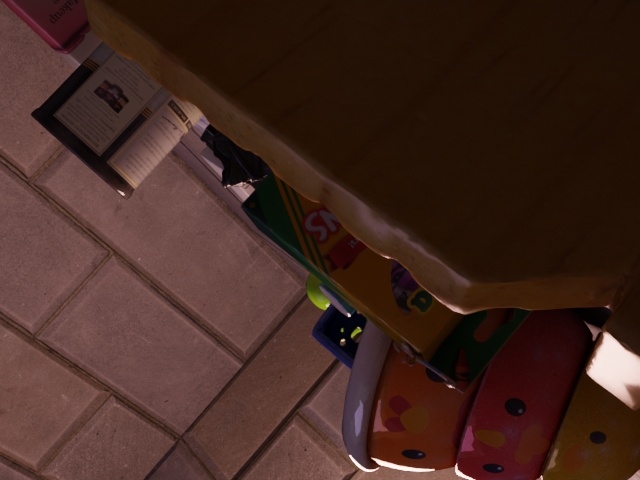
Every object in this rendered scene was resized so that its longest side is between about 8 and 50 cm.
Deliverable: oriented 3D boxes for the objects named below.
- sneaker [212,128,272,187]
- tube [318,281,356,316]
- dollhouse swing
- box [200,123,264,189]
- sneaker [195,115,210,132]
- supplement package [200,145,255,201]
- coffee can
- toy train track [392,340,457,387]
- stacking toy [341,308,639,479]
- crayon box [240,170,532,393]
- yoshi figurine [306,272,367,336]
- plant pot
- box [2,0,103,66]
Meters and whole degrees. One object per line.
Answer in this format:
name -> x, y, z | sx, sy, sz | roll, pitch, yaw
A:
sneaker -> -0.078, -0.121, 1.465 | 0.227, 0.130, 0.087 | 30, -166, -3
tube -> 0.087, 0.000, 1.068 | 0.052, 0.207, 0.080 | 48, 172, -18
dollhouse swing -> 0.074, -0.057, 0.533 | 0.347, 0.315, 0.305 | 39, 153, 19
box -> -0.085, -0.138, 1.608 | 0.261, 0.103, 0.184 | 42, 171, -9
sneaker -> -0.236, -0.272, 1.756 | 0.235, 0.090, 0.095 | 36, 160, 13
supplement package -> -0.144, -0.147, 1.863 | 0.105, 0.105, 0.179 | 33, 169, 45
coffee can -> -0.296, -0.233, 1.450 | 0.201, 0.275, 0.201 | 41, 173, 6
toy train track -> 0.105, 0.131, 0.923 | 0.083, 0.014, 0.048 | 32, 169, 38
stacking toy -> 0.297, 0.198, 1.122 | 0.480, 0.351, 0.350 | 19, 165, 20
crayon box -> 0.095, -0.011, 0.991 | 0.318, 0.202, 0.081 | 38, 172, 20
yoshi figurine -> 0.100, 0.148, 2.040 | 0.362, 0.203, 0.203 | 49, 177, -31
plant pot -> 0.162, 0.169, 1.656 | 0.212, 0.236, 0.236 | 39, 175, -31
box -> -0.494, -0.457, 1.676 | 0.232, 0.148, 0.127 | 44, 172, -26
